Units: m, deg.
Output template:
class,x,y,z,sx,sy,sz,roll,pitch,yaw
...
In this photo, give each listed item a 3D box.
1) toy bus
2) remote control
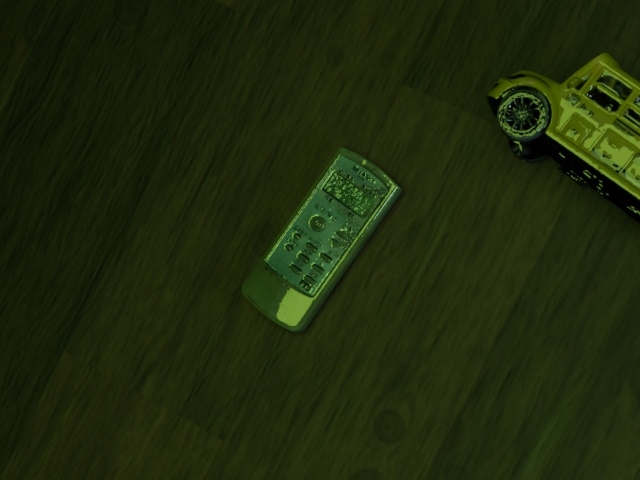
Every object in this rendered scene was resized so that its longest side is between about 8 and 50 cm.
class,x,y,z,sx,sy,sz,roll,pitch,yaw
toy bus,0.352,-0.100,1.631,0.331,0.145,0.151,38,92,16
remote control,0.000,0.000,1.769,0.098,0.038,0.233,36,91,18
